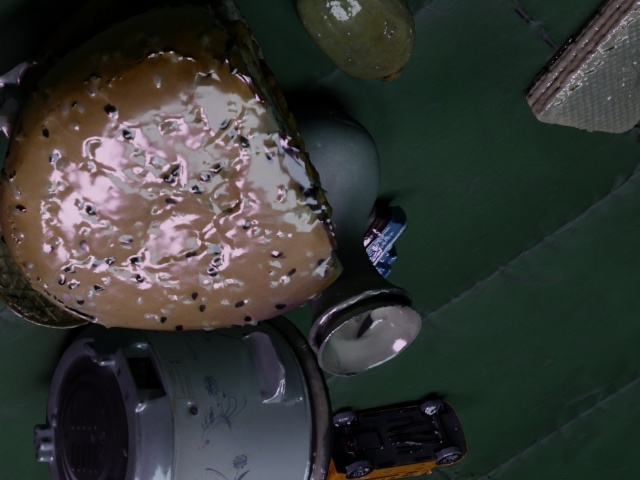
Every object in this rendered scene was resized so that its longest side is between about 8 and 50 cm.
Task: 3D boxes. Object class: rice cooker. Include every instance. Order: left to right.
[{"bbox_3d":[-0.130,0.202,2.021,0.316,0.264,0.317,-17,144,-13],"label":"rice cooker"}]

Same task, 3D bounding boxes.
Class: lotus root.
[{"bbox_3d":[0.039,-0.198,1.736,0.090,0.077,0.183,-31,146,8],"label":"lotus root"}]

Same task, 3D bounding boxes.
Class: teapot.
[{"bbox_3d":[0.000,0.000,1.831,0.183,0.251,0.183,-17,146,-12],"label":"teapot"}]

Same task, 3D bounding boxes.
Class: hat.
[{"bbox_3d":[-0.256,0.007,1.849,0.146,0.067,0.146,-3,103,-15],"label":"hat"}]

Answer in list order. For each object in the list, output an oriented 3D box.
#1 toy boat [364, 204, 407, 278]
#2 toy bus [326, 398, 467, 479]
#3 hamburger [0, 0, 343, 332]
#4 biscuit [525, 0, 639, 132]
[{"bbox_3d":[0.051,0.017,2.071,0.061,0.060,0.137,25,121,-26],"label":"toy boat"},{"bbox_3d":[0.087,0.264,2.433,0.194,0.083,0.088,-5,152,-25],"label":"toy bus"},{"bbox_3d":[-0.141,-0.062,1.646,0.276,0.195,0.318,-23,126,10],"label":"hamburger"},{"bbox_3d":[0.341,-0.208,1.959,0.150,0.052,0.252,7,135,-41],"label":"biscuit"}]
